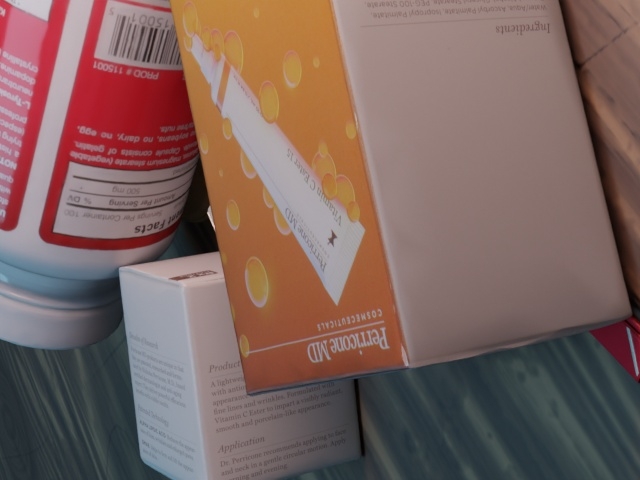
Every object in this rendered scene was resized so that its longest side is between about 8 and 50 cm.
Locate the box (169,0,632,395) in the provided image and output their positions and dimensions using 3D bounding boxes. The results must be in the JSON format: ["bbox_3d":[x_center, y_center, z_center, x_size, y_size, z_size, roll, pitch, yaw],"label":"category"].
[{"bbox_3d":[0.034,-0.090,0.769,0.215,0.168,0.345,-22,79,60],"label":"box"}]

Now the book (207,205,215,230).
[{"bbox_3d":[0.000,0.000,0.885,0.035,0.144,0.096,-52,56,52],"label":"book"}]

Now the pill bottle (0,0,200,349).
[{"bbox_3d":[-0.219,-0.114,1.081,0.229,0.229,0.408,46,126,44],"label":"pill bottle"}]

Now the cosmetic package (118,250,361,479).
[{"bbox_3d":[-0.072,0.106,1.035,0.151,0.151,0.184,7,104,59],"label":"cosmetic package"}]

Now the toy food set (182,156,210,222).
[{"bbox_3d":[-0.132,-0.084,1.202,0.192,0.038,0.132,-3,102,49],"label":"toy food set"}]

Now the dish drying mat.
[{"bbox_3d":[0.177,0.050,0.736,0.083,0.008,0.032,51,140,40],"label":"dish drying mat"}]
